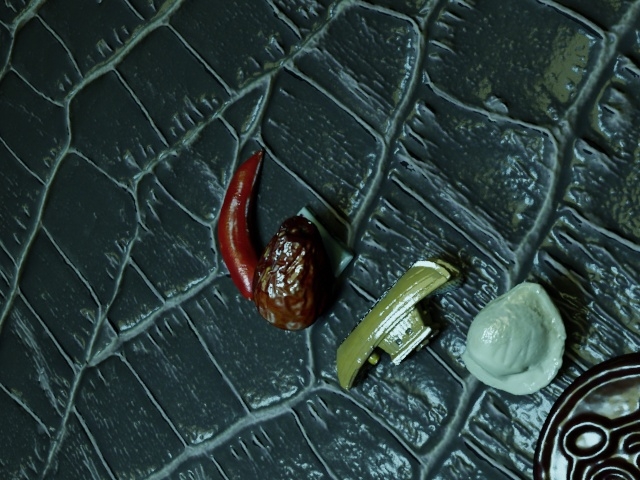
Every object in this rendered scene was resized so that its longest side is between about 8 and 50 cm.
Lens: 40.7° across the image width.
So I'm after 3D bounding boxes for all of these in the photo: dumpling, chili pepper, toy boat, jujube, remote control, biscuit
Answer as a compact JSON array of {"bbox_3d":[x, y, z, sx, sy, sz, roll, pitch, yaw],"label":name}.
[{"bbox_3d":[0.341,0.177,1.495,0.166,0.126,0.216,38,102,13],"label":"dumpling"},{"bbox_3d":[-0.155,-0.010,1.850,0.137,0.092,0.369,-15,80,15],"label":"chili pepper"},{"bbox_3d":[0.148,0.168,1.635,0.121,0.089,0.321,45,109,15],"label":"toy boat"},{"bbox_3d":[-0.052,0.066,1.701,0.168,0.168,0.237,35,134,30],"label":"jujube"},{"bbox_3d":[0.000,0.000,1.782,0.166,0.029,0.065,46,110,28],"label":"remote control"},{"bbox_3d":[0.532,0.379,1.361,0.407,0.091,0.408,-4,82,29],"label":"biscuit"}]
